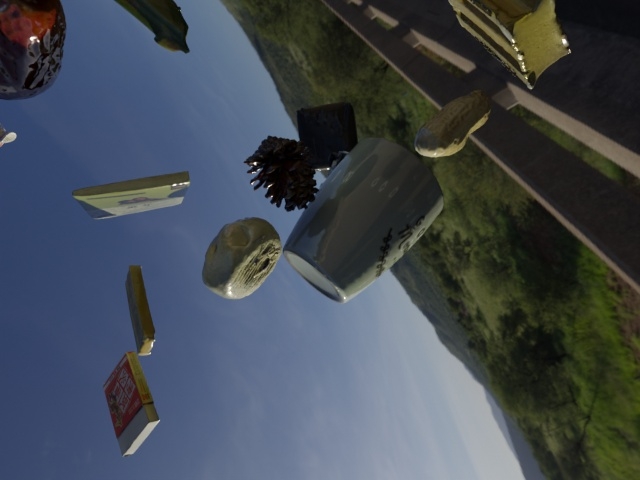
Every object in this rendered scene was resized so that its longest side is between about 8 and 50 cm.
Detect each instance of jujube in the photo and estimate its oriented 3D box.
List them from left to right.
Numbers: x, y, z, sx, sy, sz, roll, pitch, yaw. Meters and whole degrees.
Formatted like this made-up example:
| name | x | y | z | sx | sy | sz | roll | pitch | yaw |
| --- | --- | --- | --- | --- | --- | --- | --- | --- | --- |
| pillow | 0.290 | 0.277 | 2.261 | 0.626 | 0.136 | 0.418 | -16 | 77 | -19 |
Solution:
| name | x | y | z | sx | sy | sz | roll | pitch | yaw |
| --- | --- | --- | --- | --- | --- | --- | --- | --- | --- |
| jujube | -0.562 | -0.368 | 0.727 | 0.189 | 0.255 | 0.190 | 24 | -124 | -42 |

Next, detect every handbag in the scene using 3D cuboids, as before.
| name | x | y | z | sx | sy | sz | roll | pitch | yaw |
| --- | --- | --- | --- | --- | --- | --- | --- | --- | --- |
| handbag | 0.027 | -0.389 | 1.526 | 0.080 | 0.222 | 0.247 | -49 | -48 | -78 |

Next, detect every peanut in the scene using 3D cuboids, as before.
| name | x | y | z | sx | sy | sz | roll | pitch | yaw |
| --- | --- | --- | --- | --- | --- | --- | --- | --- | --- |
| peanut | 0.464 | -0.397 | 1.406 | 0.152 | 0.313 | 0.152 | 45 | 170 | 10 |

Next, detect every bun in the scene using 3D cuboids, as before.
| name | x | y | z | sx | sy | sz | roll | pitch | yaw |
| --- | --- | --- | --- | --- | --- | --- | --- | --- | --- |
| bun | -0.233 | 0.047 | 1.202 | 0.168 | 0.273 | 0.273 | 36 | -178 | 21 |

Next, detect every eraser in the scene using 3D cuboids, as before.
| name | x | y | z | sx | sy | sz | roll | pitch | yaw |
| --- | --- | --- | --- | --- | --- | --- | --- | --- | --- |
| eraser | -0.539 | 0.455 | 1.141 | 0.038 | 0.157 | 0.230 | 15 | -151 | -52 |

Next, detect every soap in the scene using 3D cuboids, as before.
| name | x | y | z | sx | sy | sz | roll | pitch | yaw |
| --- | --- | --- | --- | --- | --- | --- | --- | --- | --- |
| soap | -0.509 | 0.192 | 1.140 | 0.036 | 0.092 | 0.252 | -1 | -132 | -35 |
| soap | 0.274 | -0.353 | 0.621 | 0.135 | 0.076 | 0.234 | 30 | -147 | -44 |

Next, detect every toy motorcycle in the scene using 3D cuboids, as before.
| name | x | y | z | sx | sy | sz | roll | pitch | yaw |
| --- | --- | --- | --- | --- | --- | --- | --- | --- | --- |
| toy motorcycle | 0.055 | -0.143 | 1.127 | 0.102 | 0.221 | 0.150 | 22 | -154 | 19 |

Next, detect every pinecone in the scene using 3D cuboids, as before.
| name | x | y | z | sx | sy | sz | roll | pitch | yaw |
| --- | --- | --- | --- | --- | --- | --- | --- | --- | --- |
| pinecone | -0.048 | -0.096 | 0.576 | 0.109 | 0.102 | 0.102 | 43 | -164 | -19 |

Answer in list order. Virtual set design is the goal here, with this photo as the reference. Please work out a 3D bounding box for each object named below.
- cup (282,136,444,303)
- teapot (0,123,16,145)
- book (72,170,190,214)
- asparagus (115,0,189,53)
| name | x | y | z | sx | sy | sz | roll | pitch | yaw |
| --- | --- | --- | --- | --- | --- | --- | --- | --- | --- |
| cup | 0.066 | -0.008 | 0.707 | 0.186 | 0.234 | 0.258 | 35 | 164 | 21 |
| teapot | -0.808 | -0.216 | 0.911 | 0.116 | 0.245 | 0.159 | 52 | -156 | -26 |
| book | -0.463 | -0.105 | 1.017 | 0.352 | 0.238 | 0.035 | -9 | 94 | 66 |
| asparagus | -0.325 | -0.417 | 0.636 | 0.343 | 0.082 | 0.085 | 37 | -149 | -4 |
